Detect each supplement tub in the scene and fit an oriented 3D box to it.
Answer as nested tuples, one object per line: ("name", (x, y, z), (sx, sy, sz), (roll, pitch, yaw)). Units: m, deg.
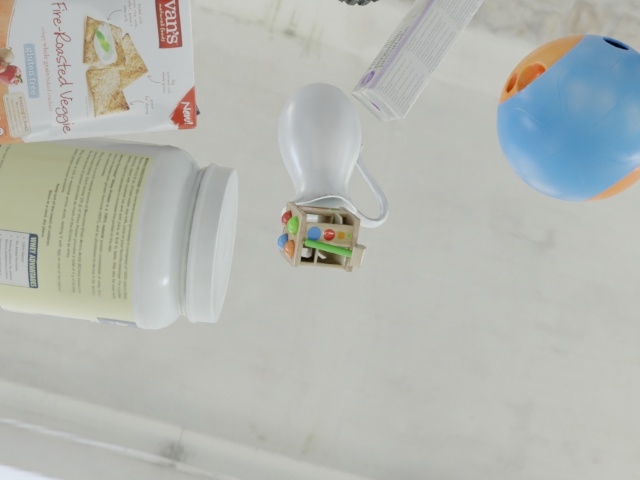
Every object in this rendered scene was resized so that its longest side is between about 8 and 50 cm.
("supplement tub", (-0.279, -0.014, 1.281), (0.325, 0.235, 0.235), (7, -142, 1))

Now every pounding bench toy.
("pounding bench toy", (0.000, 0.000, 0.937), (0.065, 0.052, 0.083), (5, -166, -19))

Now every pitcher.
("pitcher", (0.022, -0.122, 1.534), (0.178, 0.125, 0.207), (13, -119, -30))

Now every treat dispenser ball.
("treat dispenser ball", (0.448, -0.210, 1.747), (0.288, 0.288, 0.288), (13, -142, -10))

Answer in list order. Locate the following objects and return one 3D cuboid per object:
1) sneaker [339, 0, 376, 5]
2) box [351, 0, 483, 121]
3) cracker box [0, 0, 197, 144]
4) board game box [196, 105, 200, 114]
("sneaker", (-0.014, -0.273, 0.854), (0.271, 0.100, 0.108), (-5, -118, -60))
("box", (0.162, -0.307, 1.383), (0.067, 0.063, 0.324), (39, -104, -23))
("cracker box", (-0.258, -0.195, 1.124), (0.232, 0.155, 0.067), (-8, -162, -21))
("board game box", (-0.234, -0.250, 1.344), (0.048, 0.170, 0.141), (-31, -127, -6))
